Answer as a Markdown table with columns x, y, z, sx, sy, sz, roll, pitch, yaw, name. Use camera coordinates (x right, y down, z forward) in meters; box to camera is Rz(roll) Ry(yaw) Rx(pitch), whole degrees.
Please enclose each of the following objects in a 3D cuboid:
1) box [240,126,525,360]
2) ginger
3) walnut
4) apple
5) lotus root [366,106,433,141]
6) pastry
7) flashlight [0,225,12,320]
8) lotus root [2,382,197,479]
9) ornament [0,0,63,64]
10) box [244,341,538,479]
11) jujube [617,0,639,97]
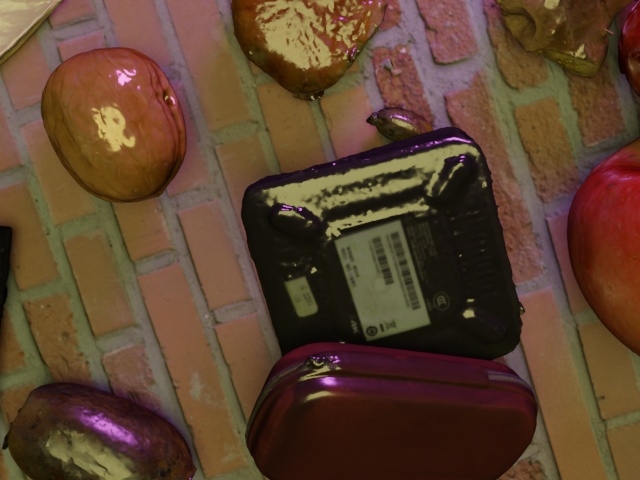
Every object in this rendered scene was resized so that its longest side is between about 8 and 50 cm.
| x | y | z | sx | sy | sz | roll | pitch | yaw | name |
| --- | --- | --- | --- | --- | --- | --- | --- | --- | --- |
| 0.091 | 0.043 | 1.485 | 0.350 | 0.091 | 0.359 | -16 | 111 | 2 | box |
| 0.359 | -0.376 | 1.476 | 0.219 | 0.123 | 0.270 | 27 | 88 | -12 | ginger |
| -0.278 | -0.157 | 1.461 | 0.195 | 0.195 | 0.221 | -28 | 93 | 3 | walnut |
| 0.516 | 0.013 | 1.414 | 0.364 | 0.364 | 0.363 | 0 | 98 | 0 | apple |
| 0.115 | -0.166 | 1.533 | 0.099 | 0.054 | 0.049 | 19 | 107 | -3 | lotus root |
| -0.016 | -0.311 | 1.491 | 0.219 | 0.100 | 0.228 | 1 | 93 | -5 | pastry |
| -0.517 | 0.177 | 1.554 | 0.103 | 0.103 | 0.423 | 6 | 97 | -1 | flashlight |
| -0.316 | 0.307 | 1.545 | 0.275 | 0.152 | 0.160 | 24 | 88 | -5 | lotus root |
| -0.452 | -0.345 | 1.509 | 0.180 | 0.059 | 0.201 | 3 | 100 | -2 | ornament |
| 0.100 | 0.254 | 1.486 | 0.404 | 0.108 | 0.263 | 9 | 134 | -18 | box |
| 0.524 | -0.283 | 1.432 | 0.290 | 0.197 | 0.197 | -33 | 98 | -28 | jujube |
